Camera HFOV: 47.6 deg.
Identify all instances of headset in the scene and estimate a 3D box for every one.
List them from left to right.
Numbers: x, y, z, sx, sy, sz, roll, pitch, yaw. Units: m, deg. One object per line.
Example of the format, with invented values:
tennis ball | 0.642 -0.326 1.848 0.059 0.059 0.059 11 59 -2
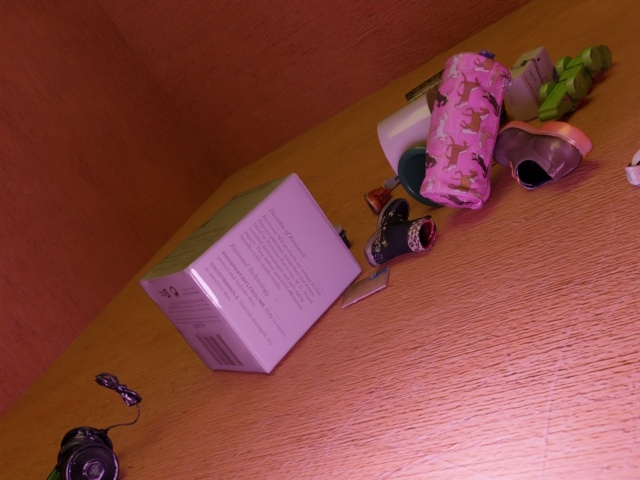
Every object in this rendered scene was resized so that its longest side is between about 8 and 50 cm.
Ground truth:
headset | -0.589 0.522 1.768 0.394 0.185 0.243 -51 20 -11

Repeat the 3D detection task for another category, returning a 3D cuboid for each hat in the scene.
hat | 0.338 -0.203 1.976 0.183 0.208 0.173 -46 -5 -44

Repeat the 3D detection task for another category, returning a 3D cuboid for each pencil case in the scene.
pencil case | 0.358 -0.266 1.789 0.167 0.160 0.386 -2 73 59

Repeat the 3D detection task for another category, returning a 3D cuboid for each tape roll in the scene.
tape roll | 0.297 -0.280 2.081 0.169 0.246 0.246 -28 18 25

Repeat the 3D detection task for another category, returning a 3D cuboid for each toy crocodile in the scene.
toy crocodile | 0.698 -0.432 1.991 0.115 0.105 0.340 -13 33 52

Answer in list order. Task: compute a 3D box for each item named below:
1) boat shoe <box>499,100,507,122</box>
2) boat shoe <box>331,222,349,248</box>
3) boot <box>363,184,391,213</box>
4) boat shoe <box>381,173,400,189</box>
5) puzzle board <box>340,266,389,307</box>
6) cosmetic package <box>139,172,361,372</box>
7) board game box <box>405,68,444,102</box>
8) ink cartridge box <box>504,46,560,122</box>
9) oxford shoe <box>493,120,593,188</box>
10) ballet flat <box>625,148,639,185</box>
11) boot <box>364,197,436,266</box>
boat shoe | 0.545 -0.398 2.230 0.066 0.066 0.183 -34 11 17
boat shoe | 0.000 0.000 2.210 0.095 0.079 0.254 -44 20 -32
boot | 0.182 -0.134 2.257 0.084 0.059 0.158 -28 16 8
boat shoe | 0.235 -0.190 2.352 0.100 0.035 0.035 -45 -9 -15
puzzle board | 0.112 0.116 1.788 0.128 0.011 0.096 -28 17 23
cosmetic package | -0.181 0.091 1.884 0.394 0.327 0.329 -46 18 -31
board game box | 0.416 -0.476 2.397 0.232 0.141 0.291 -32 11 11
ink cartridge box | 0.617 -0.456 2.120 0.082 0.140 0.191 -14 27 47
oxford shoe | 0.483 -0.198 1.717 0.133 0.130 0.363 -53 11 -5
ballet flat | 0.657 -0.173 1.418 0.168 0.052 0.057 -42 17 -21
boot | 0.226 -0.035 1.851 0.178 0.085 0.236 -17 31 43
